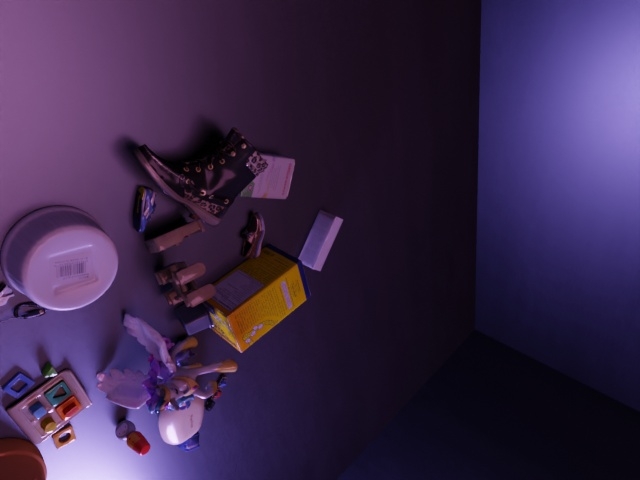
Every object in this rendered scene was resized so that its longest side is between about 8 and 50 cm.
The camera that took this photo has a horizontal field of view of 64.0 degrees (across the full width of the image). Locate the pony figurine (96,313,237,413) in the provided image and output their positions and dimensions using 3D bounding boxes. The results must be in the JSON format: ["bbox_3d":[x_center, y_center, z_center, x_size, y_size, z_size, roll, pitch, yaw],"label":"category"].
[{"bbox_3d":[-0.504,0.421,1.681,0.363,0.351,0.302,-6,119,-67],"label":"pony figurine"}]

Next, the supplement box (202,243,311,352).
[{"bbox_3d":[-0.241,0.208,1.923,0.357,0.194,0.195,-37,133,-29],"label":"supplement box"}]

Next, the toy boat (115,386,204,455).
[{"bbox_3d":[-0.568,0.642,1.856,0.318,0.148,0.267,-23,131,-48],"label":"toy boat"}]

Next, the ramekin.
[{"bbox_3d":[-0.695,0.055,1.394,0.277,0.135,0.277,-24,126,-38],"label":"ramekin"}]

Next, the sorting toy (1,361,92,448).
[{"bbox_3d":[-0.818,0.518,1.571,0.196,0.047,0.347,-36,133,-30],"label":"sorting toy"}]

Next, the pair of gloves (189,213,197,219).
[{"bbox_3d":[-0.408,-0.112,1.715,0.074,0.010,0.083,-24,123,-36],"label":"pair of gloves"}]

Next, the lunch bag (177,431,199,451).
[{"bbox_3d":[-0.520,0.780,2.000,0.067,0.099,0.065,-3,94,-45],"label":"lunch bag"}]

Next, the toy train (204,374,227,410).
[{"bbox_3d":[-0.419,0.615,2.065,0.027,0.036,0.158,31,86,-50],"label":"toy train"}]

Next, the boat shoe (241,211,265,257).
[{"bbox_3d":[-0.252,-0.014,1.893,0.066,0.066,0.183,-14,119,-42],"label":"boat shoe"}]

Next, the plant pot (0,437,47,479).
[{"bbox_3d":[-0.918,0.750,1.464,0.291,0.204,0.290,-23,125,-38],"label":"plant pot"}]

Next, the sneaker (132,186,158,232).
[{"bbox_3d":[-0.531,-0.091,1.560,0.059,0.053,0.144,-1,111,-50],"label":"sneaker"}]

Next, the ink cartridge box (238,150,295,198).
[{"bbox_3d":[-0.206,-0.233,1.807,0.213,0.093,0.154,-1,110,-45],"label":"ink cartridge box"}]

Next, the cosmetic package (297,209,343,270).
[{"bbox_3d":[0.000,0.000,2.151,0.060,0.099,0.238,21,94,-50],"label":"cosmetic package"}]

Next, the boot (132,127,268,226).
[{"bbox_3d":[-0.349,-0.233,1.559,0.284,0.138,0.377,-44,136,0],"label":"boot"}]

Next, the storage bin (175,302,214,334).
[{"bbox_3d":[-0.443,0.271,1.794,0.091,0.135,0.098,-25,128,-23],"label":"storage bin"}]

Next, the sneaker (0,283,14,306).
[{"bbox_3d":[-0.857,0.167,1.350,0.109,0.040,0.043,-48,140,-18],"label":"sneaker"}]

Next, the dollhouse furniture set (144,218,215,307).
[{"bbox_3d":[-0.426,0.077,1.645,0.161,0.212,0.242,-29,102,-33],"label":"dollhouse furniture set"}]

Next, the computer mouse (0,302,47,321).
[{"bbox_3d":[-0.861,0.228,1.378,0.242,0.041,0.071,-24,125,-39],"label":"computer mouse"}]
